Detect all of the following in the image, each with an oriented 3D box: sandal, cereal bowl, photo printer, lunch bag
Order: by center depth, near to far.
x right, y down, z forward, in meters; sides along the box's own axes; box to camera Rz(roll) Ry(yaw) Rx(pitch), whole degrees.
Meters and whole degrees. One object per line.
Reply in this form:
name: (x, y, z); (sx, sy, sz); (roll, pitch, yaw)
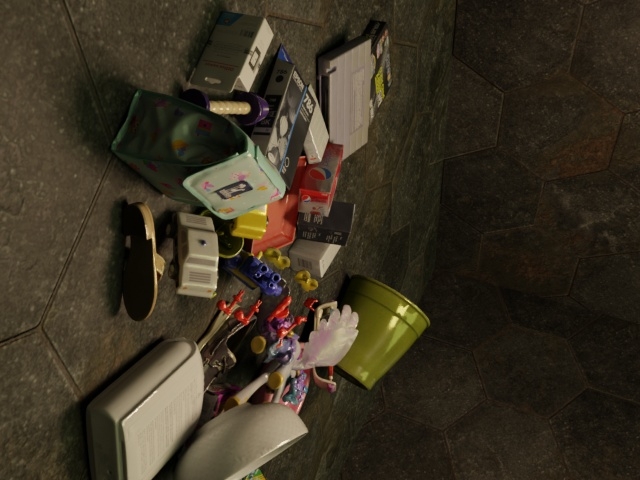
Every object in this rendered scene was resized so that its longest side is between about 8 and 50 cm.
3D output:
lunch bag: (-0.208, -0.147, 1.201); (0.223, 0.262, 0.160); (53, 55, -66)
sandal: (-0.331, 0.038, 1.268); (0.079, 0.088, 0.240); (-27, 125, -56)
photo printer: (-0.361, 0.371, 1.401); (0.307, 0.107, 0.256); (-44, 146, -55)
cereal bowl: (-0.206, 0.489, 1.553); (0.339, 0.141, 0.339); (-30, 165, -9)

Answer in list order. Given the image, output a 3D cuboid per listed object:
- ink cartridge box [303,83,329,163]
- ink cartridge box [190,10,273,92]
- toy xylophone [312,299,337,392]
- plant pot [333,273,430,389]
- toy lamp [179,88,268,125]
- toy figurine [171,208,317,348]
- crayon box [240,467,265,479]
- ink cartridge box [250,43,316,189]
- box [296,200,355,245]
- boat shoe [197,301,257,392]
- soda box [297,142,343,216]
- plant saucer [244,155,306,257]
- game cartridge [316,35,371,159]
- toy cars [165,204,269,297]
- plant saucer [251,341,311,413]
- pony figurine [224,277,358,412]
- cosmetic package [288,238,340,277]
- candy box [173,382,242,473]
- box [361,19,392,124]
ink cartridge box: (-0.030, -0.328, 1.829); (0.145, 0.045, 0.179); (-74, 148, -51)
ink cartridge box: (-0.182, -0.373, 1.333); (0.060, 0.104, 0.180); (55, 54, -66)
toy xylophone: (0.015, 0.364, 2.271); (0.236, 0.081, 0.322); (91, 0, -73)
plant pot: (0.183, 0.382, 2.564); (0.353, 0.366, 0.366); (-55, 155, -14)
toy lamp: (-0.198, -0.286, 1.401); (0.275, 0.080, 0.080); (-19, 122, -63)
toy figurine: (-0.204, 0.081, 1.585); (0.362, 0.217, 0.191); (38, 79, -22)
crayon box: (-0.253, 0.839, 2.066); (0.323, 0.083, 0.203); (79, 33, -51)
ink cartridge box: (-0.086, -0.307, 1.613); (0.165, 0.065, 0.332); (50, 49, -59)
box: (0.013, -0.056, 1.928); (0.156, 0.158, 0.093); (102, -2, -74)
boat shoe: (-0.255, 0.285, 1.638); (0.103, 0.092, 0.285); (80, 32, -50)
soda box: (0.004, -0.183, 1.869); (0.263, 0.092, 0.083); (-76, 174, -49)
plant saucer: (-0.128, -0.099, 1.758); (0.258, 0.048, 0.259); (-26, 129, -64)
game cartridge: (0.073, -0.421, 1.986); (0.230, 0.068, 0.355); (-45, 145, -43)
toy cars: (-0.206, -0.043, 1.400); (0.087, 0.176, 0.393); (-39, -170, 44)
plant saucer: (-0.131, 0.485, 2.125); (0.332, 0.084, 0.332); (15, 90, -71)
pony figurine: (-0.098, 0.312, 1.802); (0.351, 0.303, 0.363); (-67, 166, 9)
cosmetic package: (0.000, 0.000, 2.068); (0.231, 0.117, 0.085); (-56, 153, -38)
candy box: (-0.293, 0.506, 1.731); (0.159, 0.071, 0.233); (22, 83, -69)
box: (0.171, -0.562, 2.183); (0.270, 0.060, 0.216); (75, 36, -54)
